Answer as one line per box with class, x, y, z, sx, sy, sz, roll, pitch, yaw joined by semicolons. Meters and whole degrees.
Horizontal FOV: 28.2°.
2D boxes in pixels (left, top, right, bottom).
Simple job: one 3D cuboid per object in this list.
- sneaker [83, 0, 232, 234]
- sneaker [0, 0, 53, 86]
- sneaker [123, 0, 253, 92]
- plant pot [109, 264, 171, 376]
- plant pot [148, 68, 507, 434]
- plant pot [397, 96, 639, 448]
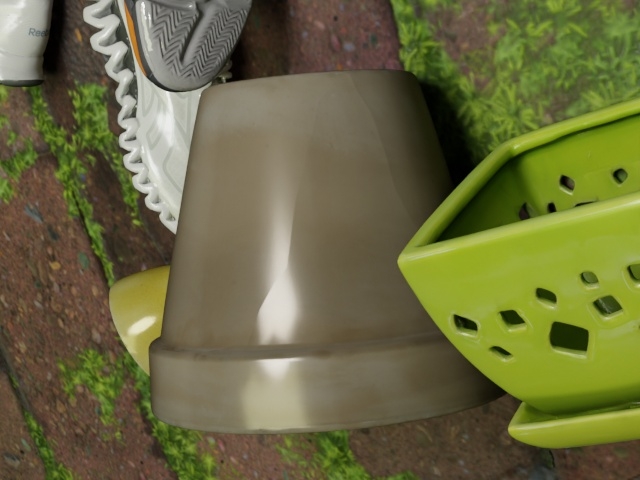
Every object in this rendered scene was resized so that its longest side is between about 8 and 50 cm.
sneaker;-0.134;-0.135;1.235;0.118;0.110;0.292;-21;86;26
sneaker;-0.400;-0.284;1.393;0.297;0.111;0.129;32;111;15
sneaker;-0.160;-0.282;1.169;0.180;0.124;0.321;-9;77;47
plant pot;-0.147;0.077;1.359;0.095;0.134;0.134;-32;91;15
plant pot;0.000;0.000;1.116;0.323;0.323;0.280;-3;92;37
plant pot;0.233;0.026;0.987;0.228;0.227;0.207;-17;108;39
